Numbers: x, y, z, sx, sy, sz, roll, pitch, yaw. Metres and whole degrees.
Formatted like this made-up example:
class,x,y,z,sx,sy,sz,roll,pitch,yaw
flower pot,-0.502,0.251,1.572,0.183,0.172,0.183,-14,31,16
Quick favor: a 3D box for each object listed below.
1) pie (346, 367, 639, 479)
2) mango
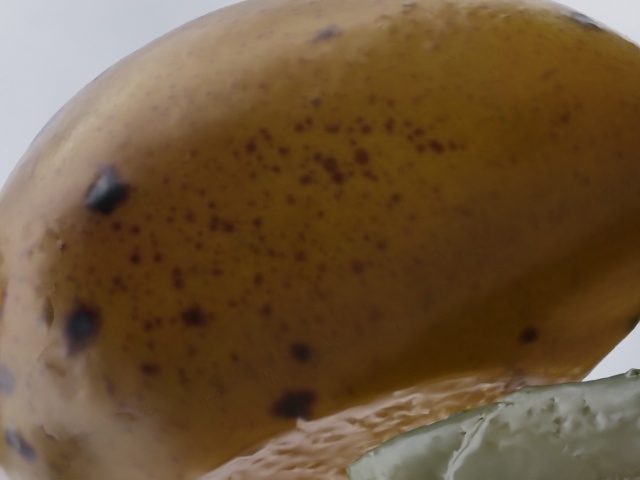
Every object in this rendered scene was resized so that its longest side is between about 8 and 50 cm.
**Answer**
class,x,y,z,sx,sy,sz,roll,pitch,yaw
pie,0.138,0.086,0.362,0.068,0.282,0.128,-56,-50,-65
mango,0.000,0.000,0.505,0.160,0.290,0.191,45,-154,-59
